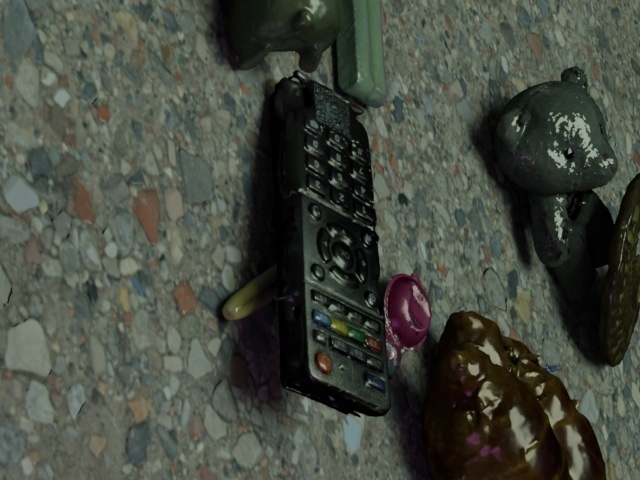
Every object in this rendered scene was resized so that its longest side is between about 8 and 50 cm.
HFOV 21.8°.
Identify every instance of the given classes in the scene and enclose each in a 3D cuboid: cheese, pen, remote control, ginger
[{"bbox_3d":[0.094,0.098,1.938,0.095,0.038,0.145,55,43,-29],"label":"cheese"},{"bbox_3d":[-0.039,0.042,1.752,0.233,0.032,0.040,-34,121,-56],"label":"pen"},{"bbox_3d":[0.000,0.000,1.744,0.145,0.062,0.398,28,45,-35],"label":"remote control"},{"bbox_3d":[0.229,0.226,1.993,0.357,0.152,0.274,28,55,-53],"label":"ginger"}]

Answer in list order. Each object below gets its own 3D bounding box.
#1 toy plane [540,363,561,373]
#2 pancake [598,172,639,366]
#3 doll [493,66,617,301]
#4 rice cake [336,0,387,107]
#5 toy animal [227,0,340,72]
[{"bbox_3d":[0.296,0.233,2.207,0.062,0.054,0.167,77,20,-54],"label":"toy plane"},{"bbox_3d":[0.450,0.040,2.434,0.288,0.033,0.286,54,48,-66],"label":"pancake"},{"bbox_3d":[0.364,-0.078,2.332,0.246,0.158,0.340,-49,123,-40],"label":"doll"},{"bbox_3d":[0.047,-0.274,2.009,0.080,0.042,0.221,19,61,-53],"label":"rice cake"},{"bbox_3d":[-0.043,-0.311,1.803,0.125,0.127,0.251,20,58,-51],"label":"toy animal"}]
